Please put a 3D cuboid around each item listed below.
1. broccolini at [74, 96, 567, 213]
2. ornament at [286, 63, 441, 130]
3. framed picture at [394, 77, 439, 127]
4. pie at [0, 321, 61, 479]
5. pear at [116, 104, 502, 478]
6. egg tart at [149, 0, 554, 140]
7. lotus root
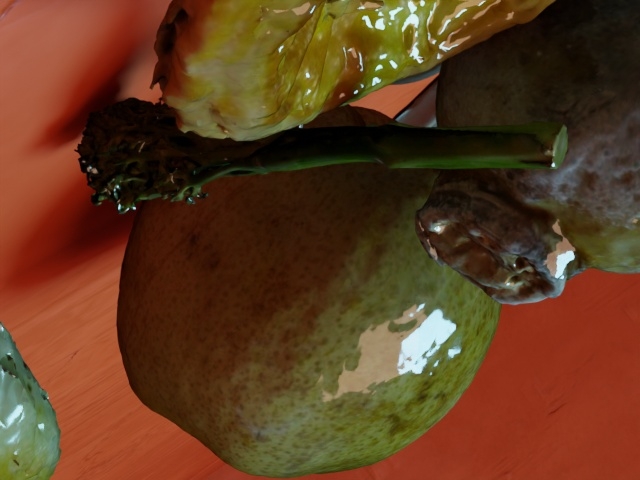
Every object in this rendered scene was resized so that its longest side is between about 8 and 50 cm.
[{"bbox_3d":[-0.007,-0.040,0.628,0.239,0.051,0.054,-1,-163,36],"label":"broccolini"},{"bbox_3d":[0.020,-0.102,0.717,0.156,0.075,0.081,-29,166,-38],"label":"ornament"},{"bbox_3d":[0.071,-0.048,1.305,0.446,0.028,0.326,-43,169,29],"label":"framed picture"},{"bbox_3d":[-0.312,0.206,0.684,0.418,0.180,0.395,-56,167,28],"label":"pie"},{"bbox_3d":[0.004,0.021,0.842,0.229,0.188,0.211,2,133,-39],"label":"pear"},{"bbox_3d":[0.030,-0.129,0.531,0.241,0.106,0.241,-34,169,-7],"label":"egg tart"},{"bbox_3d":[0.170,-0.129,0.693,0.349,0.175,0.175,-62,176,-13],"label":"lotus root"}]
